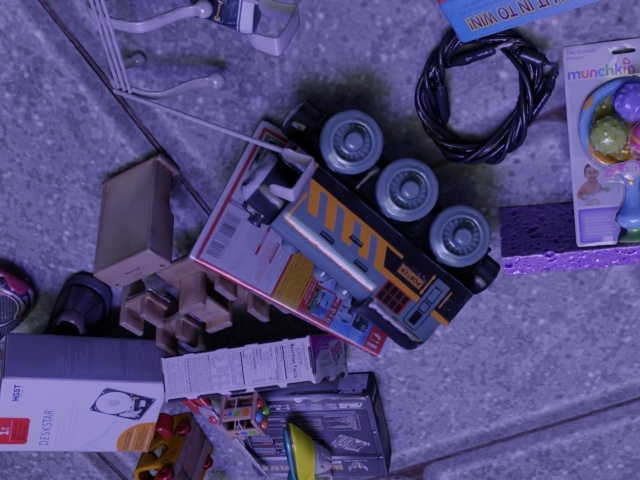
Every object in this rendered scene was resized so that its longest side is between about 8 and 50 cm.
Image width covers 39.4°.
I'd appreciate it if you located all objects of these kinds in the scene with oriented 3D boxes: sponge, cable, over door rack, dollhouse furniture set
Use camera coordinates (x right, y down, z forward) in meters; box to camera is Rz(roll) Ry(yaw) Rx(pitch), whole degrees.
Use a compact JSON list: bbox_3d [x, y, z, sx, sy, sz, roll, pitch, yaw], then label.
[{"bbox_3d":[0.333,-0.009,1.126,0.210,0.117,0.031,-6,123,14],"label":"sponge"},{"bbox_3d":[0.188,-0.170,1.081,0.151,0.047,0.184,25,126,-8],"label":"cable"},{"bbox_3d":[-0.128,-0.215,0.984,0.324,0.108,0.239,33,152,25],"label":"over door rack"},{"bbox_3d":[-0.192,0.020,1.259,0.212,0.161,0.242,-22,140,24],"label":"dollhouse furniture set"}]

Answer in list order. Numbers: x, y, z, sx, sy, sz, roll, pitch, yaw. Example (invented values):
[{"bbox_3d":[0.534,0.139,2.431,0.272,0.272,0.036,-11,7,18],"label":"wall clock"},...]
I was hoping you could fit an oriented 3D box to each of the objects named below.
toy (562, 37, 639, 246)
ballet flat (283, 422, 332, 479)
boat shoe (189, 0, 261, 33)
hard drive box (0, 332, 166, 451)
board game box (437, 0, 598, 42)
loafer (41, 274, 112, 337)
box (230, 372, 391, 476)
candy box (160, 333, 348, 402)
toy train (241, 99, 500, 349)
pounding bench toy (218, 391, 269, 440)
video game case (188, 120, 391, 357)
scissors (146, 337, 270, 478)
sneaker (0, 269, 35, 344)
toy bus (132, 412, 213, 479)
[{"bbox_3d":[0.358,-0.112,1.027,0.137,0.056,0.237,-4,98,13],"label":"toy"},{"bbox_3d":[-0.019,0.367,1.423,0.077,0.077,0.230,-7,129,-9],"label":"ballet flat"},{"bbox_3d":[-0.103,-0.325,1.013,0.083,0.065,0.183,14,127,2],"label":"boat shoe"},{"bbox_3d":[-0.361,0.232,1.344,0.232,0.089,0.181,5,132,-19],"label":"hard drive box"},{"bbox_3d":[0.191,-0.364,0.837,0.308,0.086,0.302,-5,130,49],"label":"board game box"},{"bbox_3d":[-0.406,0.187,1.413,0.109,0.095,0.302,20,126,-4],"label":"loafer"},{"bbox_3d":[-0.012,0.302,1.447,0.231,0.056,0.183,-5,124,15],"label":"box"},{"bbox_3d":[-0.094,0.186,1.316,0.234,0.159,0.071,-10,82,17],"label":"candy box"},{"bbox_3d":[0.062,-0.019,1.107,0.334,0.142,0.190,40,87,-8],"label":"toy train"},{"bbox_3d":[-0.108,0.277,1.378,0.065,0.052,0.083,-9,140,16],"label":"pounding bench toy"},{"bbox_3d":[0.000,0.000,1.167,0.285,0.204,0.025,29,169,-10],"label":"video game case"},{"bbox_3d":[-0.179,0.270,1.433,0.297,0.021,0.109,38,125,3],"label":"scissors"},{"bbox_3d":[-0.559,0.155,1.395,0.299,0.112,0.121,-39,120,20],"label":"sneaker"},{"bbox_3d":[-0.254,0.385,1.474,0.104,0.190,0.202,-14,165,20],"label":"toy bus"}]
